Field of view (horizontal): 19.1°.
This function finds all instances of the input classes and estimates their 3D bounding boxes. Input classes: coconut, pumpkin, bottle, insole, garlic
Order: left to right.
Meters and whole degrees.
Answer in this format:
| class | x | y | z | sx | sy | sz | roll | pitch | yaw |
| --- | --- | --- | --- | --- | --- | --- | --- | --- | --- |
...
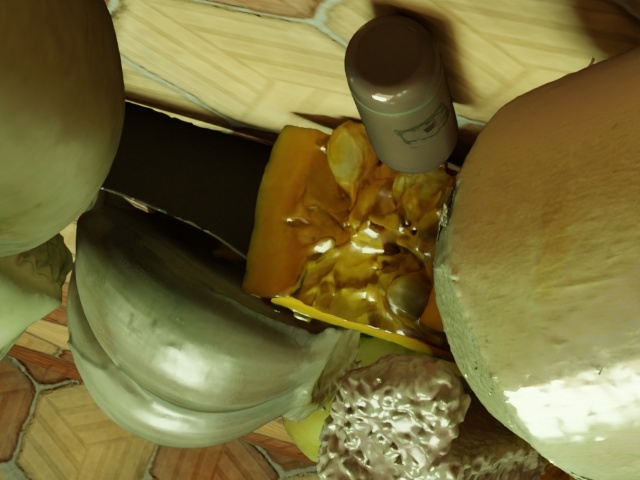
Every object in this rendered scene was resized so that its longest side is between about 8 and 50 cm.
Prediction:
| class | x | y | z | sx | sy | sz | roll | pitch | yaw |
| --- | --- | --- | --- | --- | --- | --- | --- | --- | --- |
| garlic | -0.095 | 0.045 | 1.501 | 0.292 | 0.237 | 0.210 | 26 | 138 | -3 |
| insole | -0.047 | -0.029 | 1.317 | 0.328 | 0.111 | 0.007 | 22 | 143 | 14 |
| bottle | 0.046 | -0.079 | 1.062 | 0.053 | 0.053 | 0.140 | 16 | 167 | 13 |
| pumpkin | 0.092 | 0.007 | 1.168 | 0.281 | 0.139 | 0.190 | 16 | 172 | 1 |
| coconut | 0.182 | 0.009 | 0.894 | 0.234 | 0.224 | 0.224 | -27 | 140 | 33 |

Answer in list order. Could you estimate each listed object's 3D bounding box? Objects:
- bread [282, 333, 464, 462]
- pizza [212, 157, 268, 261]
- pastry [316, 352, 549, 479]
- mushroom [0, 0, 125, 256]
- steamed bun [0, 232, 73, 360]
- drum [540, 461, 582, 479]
| class | x | y | z | sx | sy | sz | roll | pitch | yaw |
| --- | --- | --- | --- | --- | --- | --- | --- | --- | --- |
| bread | 0.072 | 0.150 | 1.826 | 0.261 | 0.158 | 0.156 | 13 | 156 | 28 |
| pizza | 0.000 | 0.000 | 1.402 | 0.305 | 0.085 | 0.161 | 18 | 169 | 9 |
| pastry | 0.073 | 0.133 | 1.200 | 0.103 | 0.112 | 0.265 | 27 | 180 | 25 |
| mushroom | -0.288 | -0.079 | 0.995 | 0.362 | 0.294 | 0.362 | 19 | 166 | 5 |
| steamed bun | -0.341 | 0.000 | 1.397 | 0.275 | 0.206 | 0.320 | 32 | -165 | -44 |
| drum | 0.193 | 0.360 | 1.895 | 0.214 | 0.431 | 0.431 | 24 | 167 | -16 |
